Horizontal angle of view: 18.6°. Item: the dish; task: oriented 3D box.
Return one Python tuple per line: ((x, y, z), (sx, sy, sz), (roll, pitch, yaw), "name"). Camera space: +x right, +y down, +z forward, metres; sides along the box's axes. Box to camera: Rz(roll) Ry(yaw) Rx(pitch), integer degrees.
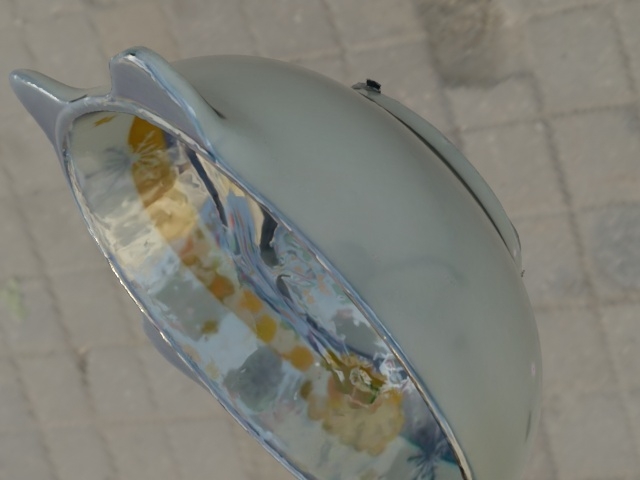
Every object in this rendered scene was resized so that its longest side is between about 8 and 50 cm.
((0.000, 0.000, 0.673), (0.228, 0.086, 0.236), (41, 159, 20), "dish")
